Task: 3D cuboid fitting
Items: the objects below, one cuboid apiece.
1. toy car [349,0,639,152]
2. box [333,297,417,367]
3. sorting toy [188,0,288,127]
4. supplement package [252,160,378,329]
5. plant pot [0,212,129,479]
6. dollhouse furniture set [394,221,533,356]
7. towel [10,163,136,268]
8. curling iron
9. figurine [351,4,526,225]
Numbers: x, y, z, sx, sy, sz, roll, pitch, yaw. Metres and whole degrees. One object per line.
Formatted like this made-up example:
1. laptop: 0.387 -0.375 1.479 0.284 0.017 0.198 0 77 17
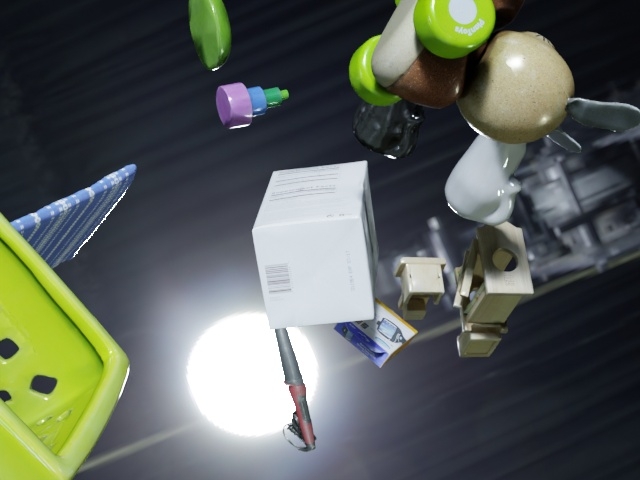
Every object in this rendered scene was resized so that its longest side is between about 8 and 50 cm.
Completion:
1. toy car: 0.142 -0.132 0.877 0.188 0.149 0.155 34 -17 -11
2. box: 0.072 0.122 1.596 0.081 0.028 0.136 39 24 12
3. sorting toy: -0.132 -0.355 1.829 0.127 0.126 0.366 -33 -107 67
4. supplement package: 0.000 0.000 1.548 0.244 0.133 0.139 -78 161 -70
5. plant pot: -0.297 0.100 0.838 0.228 0.207 0.227 51 11 -10
6. dollhouse furniture set: 0.156 0.062 1.509 0.182 0.160 0.101 110 -21 -58
7. towel: -0.379 0.027 1.337 0.040 0.336 0.243 56 -39 4
8. curling iron: -0.051 0.233 1.954 0.068 0.035 0.274 16 -51 40
9. figurine: 0.146 -0.141 1.279 0.215 0.092 0.209 37 -29 13
